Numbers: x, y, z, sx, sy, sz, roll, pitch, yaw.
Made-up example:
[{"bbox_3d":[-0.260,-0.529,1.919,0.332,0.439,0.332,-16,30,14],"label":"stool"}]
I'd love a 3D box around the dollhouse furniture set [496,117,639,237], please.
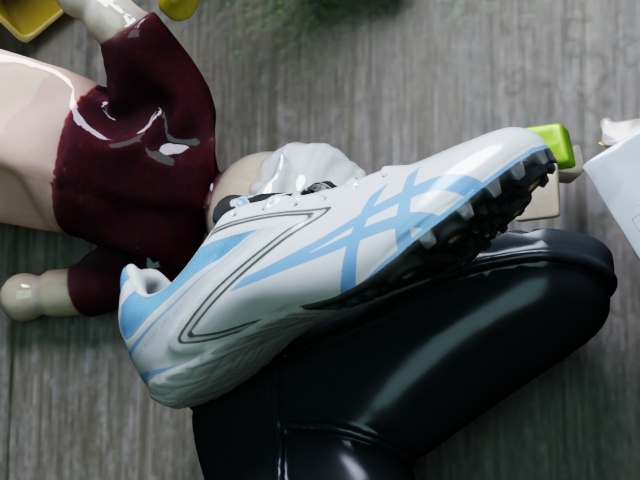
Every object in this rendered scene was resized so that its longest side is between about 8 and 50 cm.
[{"bbox_3d":[0.140,-0.023,0.986,0.152,0.076,0.058,-8,73,26],"label":"dollhouse furniture set"}]

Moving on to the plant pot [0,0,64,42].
[{"bbox_3d":[-0.176,-0.182,1.116,0.081,0.081,0.083,-38,51,6],"label":"plant pot"}]

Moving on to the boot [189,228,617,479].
[{"bbox_3d":[0.045,0.123,0.950,0.246,0.094,0.207,-19,59,19],"label":"boot"}]

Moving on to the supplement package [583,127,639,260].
[{"bbox_3d":[0.245,0.031,0.876,0.149,0.194,0.203,-33,71,8],"label":"supplement package"}]

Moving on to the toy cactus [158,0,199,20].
[{"bbox_3d":[-0.043,-0.184,1.048,0.180,0.219,0.112,29,125,-15],"label":"toy cactus"}]

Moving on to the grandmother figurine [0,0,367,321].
[{"bbox_3d":[-0.126,-0.048,1.054,0.342,0.104,0.207,19,126,14],"label":"grandmother figurine"}]

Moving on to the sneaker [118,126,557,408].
[{"bbox_3d":[0.000,0.000,0.922,0.237,0.085,0.086,-28,78,22],"label":"sneaker"}]
